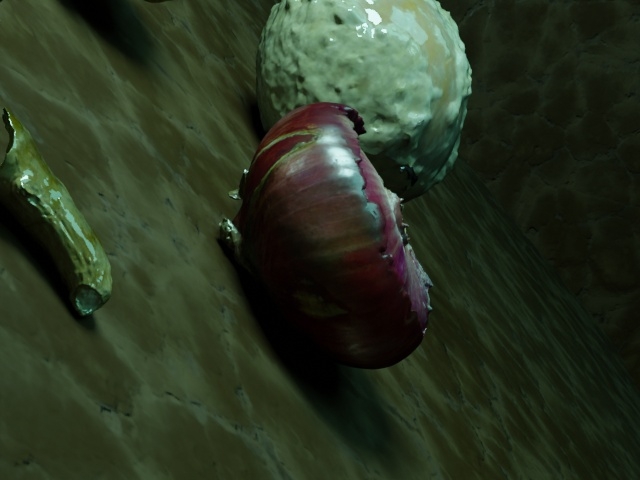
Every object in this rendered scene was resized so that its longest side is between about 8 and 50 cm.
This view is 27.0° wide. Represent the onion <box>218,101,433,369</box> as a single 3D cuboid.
[{"bbox_3d":[0.011,-0.001,1.186,0.248,0.161,0.248,49,23,-29],"label":"onion"}]

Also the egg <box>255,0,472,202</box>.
[{"bbox_3d":[0.048,-0.181,1.588,0.279,0.279,0.310,-113,-171,-48],"label":"egg"}]

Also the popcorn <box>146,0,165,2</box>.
[{"bbox_3d":[-0.192,-0.330,1.313,0.253,0.191,0.190,-79,161,-70],"label":"popcorn"}]

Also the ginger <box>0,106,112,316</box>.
[{"bbox_3d":[-0.174,-0.017,0.843,0.137,0.044,0.057,57,-17,-10],"label":"ginger"}]
